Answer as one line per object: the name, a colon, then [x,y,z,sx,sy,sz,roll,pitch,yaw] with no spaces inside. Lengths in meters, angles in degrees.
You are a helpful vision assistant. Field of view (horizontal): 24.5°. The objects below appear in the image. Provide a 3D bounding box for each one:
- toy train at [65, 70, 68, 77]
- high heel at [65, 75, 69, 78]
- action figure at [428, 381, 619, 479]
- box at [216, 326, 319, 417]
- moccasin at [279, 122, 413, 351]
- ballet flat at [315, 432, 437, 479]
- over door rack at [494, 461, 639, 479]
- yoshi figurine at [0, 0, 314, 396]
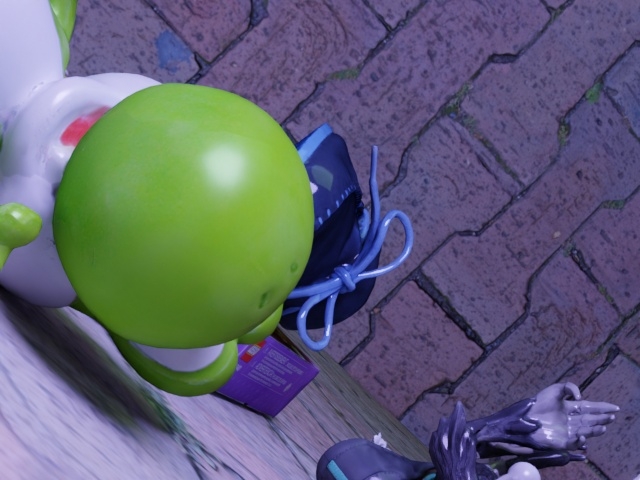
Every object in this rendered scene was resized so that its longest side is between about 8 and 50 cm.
toy train: [-0.206,-0.107,1.242,0.166,0.125,0.046,40,38,-46]
high heel: [-0.176,-0.048,0.853,0.186,0.093,0.261,13,-37,46]
action figure: [0.142,0.174,0.967,0.275,0.141,0.164,-5,86,-74]
box: [-0.135,0.001,1.084,0.293,0.057,0.201,44,-2,16]
moccasin: [0.000,0.000,1.035,0.117,0.137,0.342,50,0,2]
ballet flat: [0.039,0.165,1.001,0.074,0.074,0.203,44,1,19]
over door rack: [0.248,0.210,0.702,0.324,0.108,0.239,-7,-63,48]
yoshi figurine: [-0.127,-0.079,0.616,0.362,0.203,0.203,47,14,-17]
